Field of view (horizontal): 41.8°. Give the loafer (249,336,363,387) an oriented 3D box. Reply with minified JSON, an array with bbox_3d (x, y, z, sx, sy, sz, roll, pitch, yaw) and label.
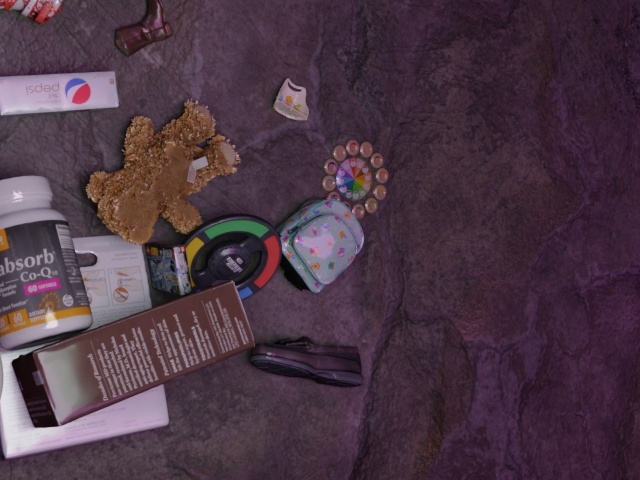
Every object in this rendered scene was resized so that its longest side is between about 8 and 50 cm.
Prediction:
[{"bbox_3d":[-0.029,0.255,1.845,0.302,0.109,0.095,21,63,-37],"label":"loafer"}]

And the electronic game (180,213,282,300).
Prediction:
[{"bbox_3d":[-0.186,0.042,1.696,0.229,0.048,0.229,-14,131,-17],"label":"electronic game"}]

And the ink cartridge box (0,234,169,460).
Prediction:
[{"bbox_3d":[-0.471,0.192,1.587,0.308,0.091,0.385,-5,80,-31],"label":"ink cartridge box"}]

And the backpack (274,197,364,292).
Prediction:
[{"bbox_3d":[0.000,0.000,1.809,0.188,0.144,0.166,-46,109,-24],"label":"backpack"}]

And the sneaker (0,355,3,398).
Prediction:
[{"bbox_3d":[-0.627,0.140,1.364,0.131,0.148,0.350,-21,77,8],"label":"sneaker"}]

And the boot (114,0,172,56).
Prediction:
[{"bbox_3d":[-0.355,-0.423,1.623,0.114,0.037,0.106,-29,106,-22],"label":"boot"}]

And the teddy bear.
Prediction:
[{"bbox_3d":[-0.305,-0.131,1.645,0.245,0.113,0.338,44,64,-34],"label":"teddy bear"}]

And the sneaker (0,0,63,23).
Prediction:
[{"bbox_3d":[-0.552,-0.431,1.466,0.270,0.090,0.145,-42,111,-25],"label":"sneaker"}]

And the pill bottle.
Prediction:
[{"bbox_3d":[-0.506,0.039,1.459,0.162,0.162,0.279,-13,83,-30],"label":"pill bottle"}]

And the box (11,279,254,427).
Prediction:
[{"bbox_3d":[-0.330,0.201,1.501,0.381,0.191,0.143,-17,87,-32],"label":"box"}]

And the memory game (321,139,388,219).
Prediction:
[{"bbox_3d":[0.081,-0.140,1.923,0.186,0.012,0.186,-2,95,-31],"label":"memory game"}]

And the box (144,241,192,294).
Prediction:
[{"bbox_3d":[-0.296,0.053,1.630,0.027,0.137,0.094,-15,102,-33],"label":"box"}]

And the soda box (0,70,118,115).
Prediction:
[{"bbox_3d":[-0.485,-0.267,1.528,0.216,0.074,0.069,-11,99,-31],"label":"soda box"}]

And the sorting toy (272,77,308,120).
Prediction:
[{"bbox_3d":[-0.062,-0.307,1.808,0.083,0.045,0.075,26,73,-30],"label":"sorting toy"}]
